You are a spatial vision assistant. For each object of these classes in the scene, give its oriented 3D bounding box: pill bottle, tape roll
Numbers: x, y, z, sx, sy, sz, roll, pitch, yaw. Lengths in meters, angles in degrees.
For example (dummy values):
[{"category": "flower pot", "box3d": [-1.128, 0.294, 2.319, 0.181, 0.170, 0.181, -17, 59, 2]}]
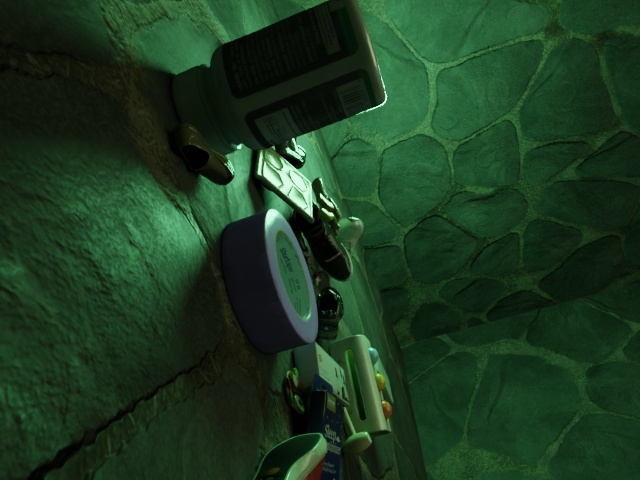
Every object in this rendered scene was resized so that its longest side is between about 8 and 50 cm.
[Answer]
[{"category": "pill bottle", "box3d": [-0.076, -0.292, 0.854, 0.204, 0.361, 0.204, -17, 90, -80]}, {"category": "tape roll", "box3d": [-0.093, 0.080, 0.906, 0.275, 0.090, 0.274, -18, 90, -81]}]

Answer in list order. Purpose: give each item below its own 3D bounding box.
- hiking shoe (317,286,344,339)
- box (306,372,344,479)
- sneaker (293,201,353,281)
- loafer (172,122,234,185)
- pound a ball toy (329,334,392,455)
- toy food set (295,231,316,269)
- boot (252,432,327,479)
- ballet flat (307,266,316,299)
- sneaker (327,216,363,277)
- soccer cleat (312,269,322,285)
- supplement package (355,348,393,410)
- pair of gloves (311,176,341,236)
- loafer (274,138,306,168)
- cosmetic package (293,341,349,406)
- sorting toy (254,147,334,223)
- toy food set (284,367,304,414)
[{"category": "hiking shoe", "box3d": [0.031, 0.182, 1.309, 0.227, 0.086, 0.114, -86, -179, -64]}, {"category": "box", "box3d": [0.009, 0.391, 0.910, 0.136, 0.036, 0.225, 57, 33, -54]}, {"category": "sneaker", "box3d": [-0.001, 0.000, 1.417, 0.295, 0.104, 0.147, 60, 6, 11]}, {"category": "loafer", "box3d": [-0.204, -0.138, 0.794, 0.148, 0.056, 0.050, 45, 28, -48]}, {"category": "pound a ball toy", "box3d": [0.119, 0.432, 1.296, 0.208, 0.136, 0.319, 56, 18, -58]}, {"category": "toy food set", "box3d": [-0.049, 0.035, 1.412, 0.122, 0.019, 0.078, 67, 8, 19]}, {"category": "boot", "box3d": [-0.033, 0.413, 0.676, 0.244, 0.088, 0.176, -18, 90, -72]}, {"category": "ballet flat", "box3d": [-0.061, 0.086, 1.189, 0.084, 0.058, 0.250, -103, 175, -50]}, {"category": "sneaker", "box3d": [0.086, 0.029, 1.631, 0.297, 0.111, 0.129, 108, -13, -52]}, {"category": "soccer cleat", "box3d": [-0.009, 0.119, 1.456, 0.083, 0.029, 0.035, -53, 133, -74]}, {"category": "supplement package", "box3d": [0.174, 0.484, 1.579, 0.105, 0.105, 0.179, -91, 161, -59]}, {"category": "pair of gloves", "box3d": [0.013, -0.086, 1.578, 0.204, 0.042, 0.240, 66, -20, 18]}, {"category": "loafer", "box3d": [-0.105, -0.270, 1.449, 0.267, 0.096, 0.084, 56, 36, -76]}, {"category": "cosmetic package", "box3d": [0.007, 0.329, 1.088, 0.239, 0.060, 0.099, 58, 17, -54]}, {"category": "sorting toy", "box3d": [-0.072, -0.138, 1.288, 0.307, 0.041, 0.229, 39, 24, -30]}, {"category": "toy food set", "box3d": [-0.052, 0.305, 0.926, 0.083, 0.020, 0.082, -82, 152, -67]}]
